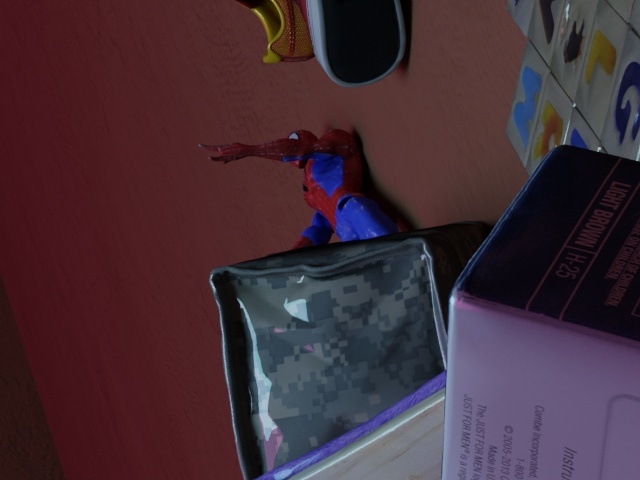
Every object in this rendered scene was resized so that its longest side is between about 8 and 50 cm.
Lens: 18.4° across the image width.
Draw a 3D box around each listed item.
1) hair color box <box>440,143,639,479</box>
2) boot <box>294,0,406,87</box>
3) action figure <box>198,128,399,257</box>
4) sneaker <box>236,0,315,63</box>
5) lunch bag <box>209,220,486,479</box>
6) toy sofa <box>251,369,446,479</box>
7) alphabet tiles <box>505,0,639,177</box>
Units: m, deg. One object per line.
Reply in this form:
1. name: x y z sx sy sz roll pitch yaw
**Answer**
1. hair color box: 0.215 0.101 0.627 0.347 0.105 0.173 16 128 20
2. boot: -0.003 -0.253 1.401 0.176 0.088 0.244 -119 21 -47
3. action figure: 0.000 0.000 1.492 0.280 0.139 0.091 -121 26 -49
4. sneaker: -0.043 -0.224 1.564 0.064 0.067 0.175 118 138 -66
5. lunch bag: 0.042 0.141 1.266 0.235 0.169 0.287 -17 -83 -77
6. toy sofa: 0.123 0.089 0.854 0.177 0.150 0.362 49 134 -3
7. alphabet tiles: 0.142 -0.144 0.938 0.342 0.011 0.285 -106 25 -67
